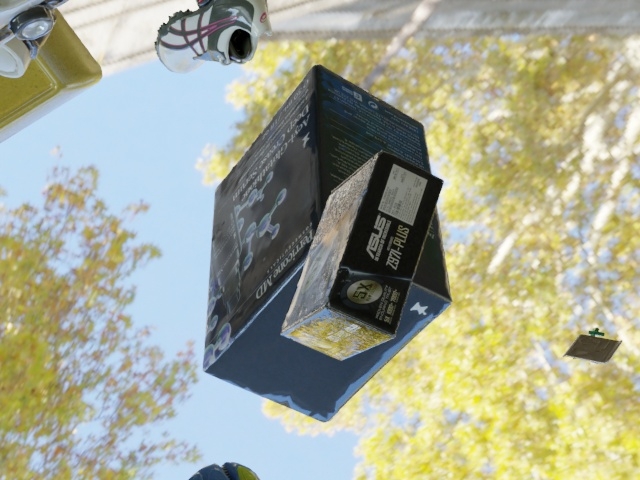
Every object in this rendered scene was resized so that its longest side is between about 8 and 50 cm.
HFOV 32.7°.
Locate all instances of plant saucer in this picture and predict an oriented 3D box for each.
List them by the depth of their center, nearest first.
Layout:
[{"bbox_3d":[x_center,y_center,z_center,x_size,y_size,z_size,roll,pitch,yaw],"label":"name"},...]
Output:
[{"bbox_3d":[-0.536,-0.261,1.577,0.333,0.333,0.081,-31,-143,3],"label":"plant saucer"}]

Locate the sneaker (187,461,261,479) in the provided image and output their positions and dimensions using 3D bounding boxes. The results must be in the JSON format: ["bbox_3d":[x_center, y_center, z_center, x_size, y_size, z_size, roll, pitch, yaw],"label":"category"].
[{"bbox_3d":[-0.057,0.208,0.555,0.067,0.078,0.188,5,-109,-21],"label":"sneaker"}]

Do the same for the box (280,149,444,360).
[{"bbox_3d":[0.041,0.019,1.130,0.077,0.147,0.180,25,-111,-12],"label":"box"}]

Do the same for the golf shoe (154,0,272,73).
[{"bbox_3d":[-0.164,-0.302,1.628,0.105,0.273,0.120,-19,-100,-34],"label":"golf shoe"}]

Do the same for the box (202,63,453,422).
[{"bbox_3d":[0.000,0.000,1.554,0.212,0.293,0.395,26,-144,-24],"label":"box"}]

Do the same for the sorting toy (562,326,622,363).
[{"bbox_3d":[0.351,0.133,1.384,0.083,0.062,0.012,-37,-56,-48],"label":"sorting toy"}]

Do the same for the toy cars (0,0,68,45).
[{"bbox_3d":[-0.397,-0.213,0.908,0.394,0.087,0.176,11,-90,16],"label":"toy cars"}]

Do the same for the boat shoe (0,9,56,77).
[{"bbox_3d":[-0.491,-0.323,1.370,0.324,0.116,0.096,28,-115,2],"label":"boat shoe"}]
